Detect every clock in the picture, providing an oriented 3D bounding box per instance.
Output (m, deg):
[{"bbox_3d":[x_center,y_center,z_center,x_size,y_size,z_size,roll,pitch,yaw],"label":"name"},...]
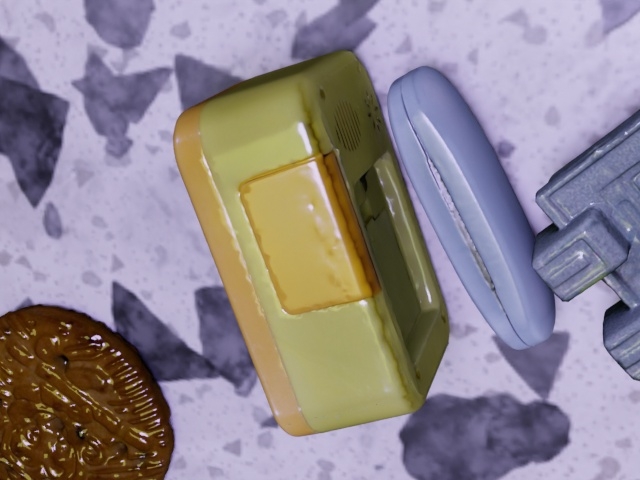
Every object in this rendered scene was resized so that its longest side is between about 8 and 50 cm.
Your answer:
[{"bbox_3d":[0.000,0.000,0.637,0.096,0.143,0.202,-14,103,22],"label":"clock"}]

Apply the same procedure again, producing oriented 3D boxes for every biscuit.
[{"bbox_3d":[-0.201,0.139,0.829,0.187,0.027,0.188,7,112,19],"label":"biscuit"}]

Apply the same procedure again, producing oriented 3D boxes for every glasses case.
[{"bbox_3d":[0.091,-0.019,0.637,0.045,0.067,0.178,-23,99,26],"label":"glasses case"}]

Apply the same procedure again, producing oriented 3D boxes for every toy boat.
[{"bbox_3d":[0.260,-0.052,0.547,0.319,0.092,0.141,-40,98,27],"label":"toy boat"}]
